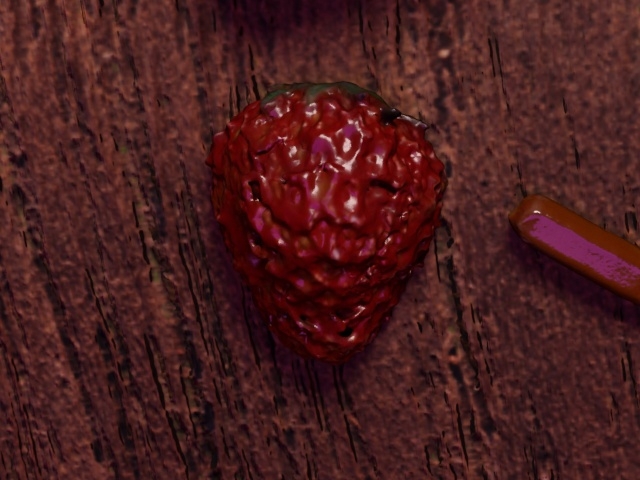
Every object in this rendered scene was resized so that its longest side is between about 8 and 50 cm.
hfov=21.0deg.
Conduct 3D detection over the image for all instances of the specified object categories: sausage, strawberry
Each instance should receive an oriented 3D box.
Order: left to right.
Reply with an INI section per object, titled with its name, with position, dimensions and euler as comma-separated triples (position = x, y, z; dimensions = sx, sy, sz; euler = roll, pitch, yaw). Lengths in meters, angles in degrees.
[strawberry]
position = 0.000, 0.000, 1.327
dimensions = 0.190, 0.111, 0.237
euler = 3, 110, 7
[sausage]
position = 0.205, 0.006, 1.329
dimensions = 0.131, 0.039, 0.041
euler = 29, 114, -2
